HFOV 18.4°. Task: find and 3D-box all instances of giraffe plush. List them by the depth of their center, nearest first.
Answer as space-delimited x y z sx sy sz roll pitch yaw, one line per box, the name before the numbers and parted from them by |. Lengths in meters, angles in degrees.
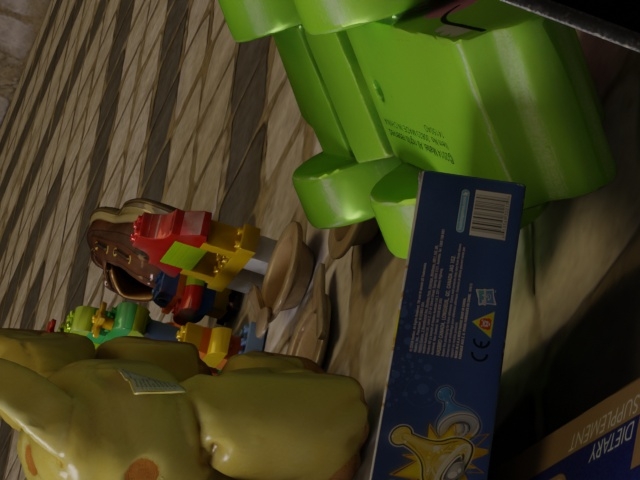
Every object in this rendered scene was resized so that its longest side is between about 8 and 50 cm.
giraffe plush | -0.077 0.134 0.832 0.210 0.181 0.170 -23 -61 -86

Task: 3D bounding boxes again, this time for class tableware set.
tableware set | 0.000 0.000 0.979 0.141 0.020 0.169 -106 37 -66

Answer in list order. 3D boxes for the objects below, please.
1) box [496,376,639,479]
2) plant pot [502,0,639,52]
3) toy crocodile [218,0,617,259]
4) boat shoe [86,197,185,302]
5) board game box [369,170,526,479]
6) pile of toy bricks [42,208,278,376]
box | 0.071 0.146 0.496 0.136 0.036 0.225 133 150 -60
plant pot | 0.091 -0.150 0.510 0.167 0.188 0.187 -83 13 -79
toy crocodile | 0.039 -0.070 0.767 0.115 0.105 0.340 67 170 -11
boat shoe | -0.132 0.012 1.382 0.178 0.064 0.060 165 124 -71
board game box | 0.030 0.099 0.613 0.136 0.035 0.201 92 -172 -58
pile of toy bricks | -0.107 0.062 1.136 0.212 0.105 0.118 132 152 -60
